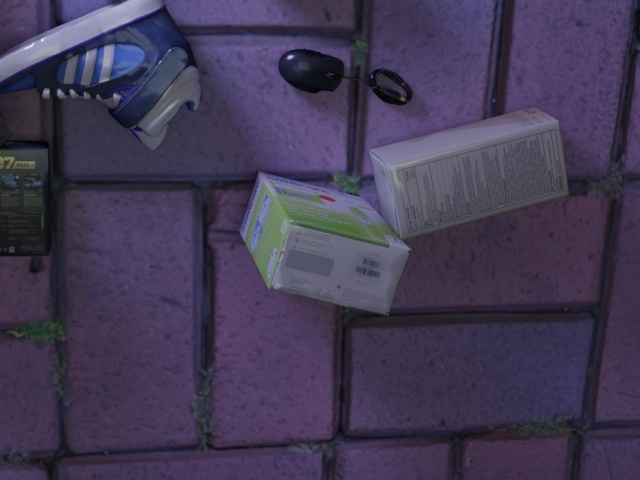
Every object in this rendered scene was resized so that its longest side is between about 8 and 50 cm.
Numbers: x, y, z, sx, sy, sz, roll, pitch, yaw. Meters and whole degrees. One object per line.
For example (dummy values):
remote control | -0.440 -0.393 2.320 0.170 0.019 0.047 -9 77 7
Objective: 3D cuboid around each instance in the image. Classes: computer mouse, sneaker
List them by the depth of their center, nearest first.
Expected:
sneaker | -0.346 -0.229 1.892 0.323 0.130 0.236 -26 108 -10
computer mouse | 0.045 -0.268 2.021 0.242 0.041 0.071 10 105 -17

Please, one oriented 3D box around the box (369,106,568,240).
box | 0.255 -0.117 2.078 0.311 0.121 0.148 -14 111 -8

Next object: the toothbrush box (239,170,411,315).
toothbrush box | 0.000 0.000 1.970 0.206 0.283 0.122 14 104 -17

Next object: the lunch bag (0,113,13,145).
lunch bag | -0.650 -0.188 1.789 0.287 0.169 0.235 42 77 5

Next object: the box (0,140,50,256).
box | -0.552 -0.068 1.937 0.233 0.059 0.183 -1 109 -12
